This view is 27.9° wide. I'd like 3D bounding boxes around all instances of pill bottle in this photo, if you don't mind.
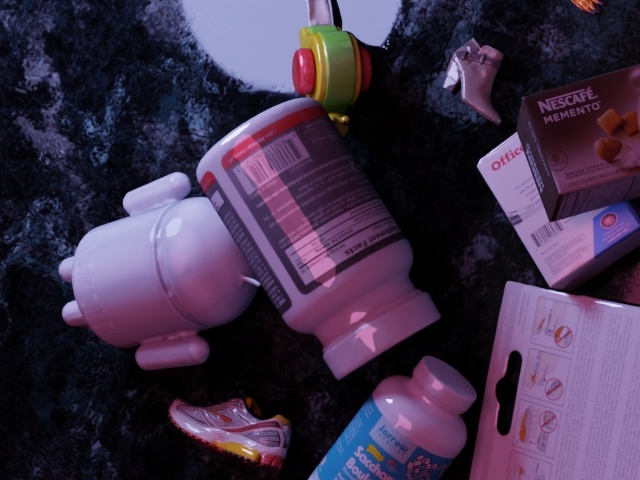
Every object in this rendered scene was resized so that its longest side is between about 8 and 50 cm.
[{"bbox_3d":[0.103,0.289,1.786,0.146,0.146,0.264,42,107,27],"label":"pill bottle"},{"bbox_3d":[0.000,0.000,1.813,0.210,0.210,0.363,-35,83,24],"label":"pill bottle"}]

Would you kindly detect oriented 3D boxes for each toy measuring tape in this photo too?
[{"bbox_3d":[0.011,-0.313,1.907,0.121,0.121,0.330,-10,81,30],"label":"toy measuring tape"}]

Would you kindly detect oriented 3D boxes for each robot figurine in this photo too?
[{"bbox_3d":[-0.237,0.051,1.981,0.353,0.199,0.300,-16,77,29],"label":"robot figurine"}]

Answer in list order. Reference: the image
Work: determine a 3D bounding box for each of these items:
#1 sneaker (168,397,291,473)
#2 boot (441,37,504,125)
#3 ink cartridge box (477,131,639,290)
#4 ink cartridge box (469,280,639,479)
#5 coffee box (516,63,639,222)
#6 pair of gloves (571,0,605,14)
[{"bbox_3d":[-0.135,0.283,1.981,0.225,0.088,0.093,15,73,31],"label":"sneaker"},{"bbox_3d":[0.229,-0.228,1.817,0.118,0.042,0.087,39,98,21],"label":"boot"},{"bbox_3d":[0.326,-0.058,1.714,0.148,0.086,0.203,-36,68,23],"label":"ink cartridge box"},{"bbox_3d":[0.383,0.234,1.679,0.385,0.091,0.308,12,93,48],"label":"ink cartridge box"},{"bbox_3d":[0.385,-0.133,1.610,0.246,0.098,0.141,-15,70,-3],"label":"coffee box"},{"bbox_3d":[0.374,-0.353,1.755,0.083,0.010,0.074,-46,65,19],"label":"pair of gloves"}]
